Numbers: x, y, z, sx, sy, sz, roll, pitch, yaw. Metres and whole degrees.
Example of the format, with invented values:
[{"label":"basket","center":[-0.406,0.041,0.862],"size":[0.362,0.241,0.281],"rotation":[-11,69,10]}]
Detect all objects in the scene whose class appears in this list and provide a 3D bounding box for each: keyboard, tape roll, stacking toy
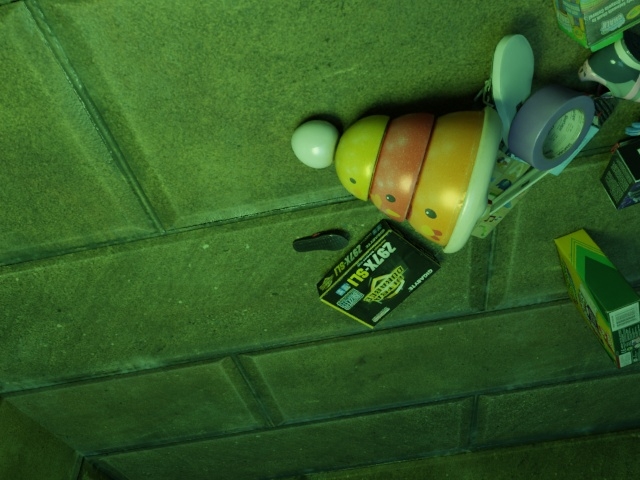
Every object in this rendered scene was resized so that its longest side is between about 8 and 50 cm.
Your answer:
[{"label":"keyboard","center":[0.561,-0.159,1.255],"size":[0.014,0.072,0.256],"rotation":[35,136,-8]},{"label":"tape roll","center":[0.546,-0.266,1.092],"size":[0.189,0.080,0.188],"rotation":[-20,136,-20]},{"label":"stacking toy","center":[0.159,-0.188,1.122],"size":[0.481,0.350,0.350],"rotation":[15,134,10]}]

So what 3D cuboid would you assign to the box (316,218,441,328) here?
[{"label":"box","center":[0.185,0.116,1.481],"size":[0.257,0.079,0.322],"rotation":[34,111,-29]}]

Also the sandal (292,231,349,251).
[{"label":"sandal","center":[0.000,0.000,1.422],"size":[0.179,0.040,0.067],"rotation":[-5,129,19]}]

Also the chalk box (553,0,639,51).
[{"label":"chalk box","center":[0.571,-0.499,0.944],"size":[0.133,0.132,0.213],"rotation":[-25,131,16]}]

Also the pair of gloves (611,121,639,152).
[{"label":"pair of gloves","center":[0.864,-0.279,1.195],"size":[0.160,0.023,0.198],"rotation":[-11,163,12]}]

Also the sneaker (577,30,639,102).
[{"label":"sneaker","center":[0.757,-0.382,1.110],"size":[0.319,0.112,0.131],"rotation":[20,154,-27]}]

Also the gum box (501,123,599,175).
[{"label":"gum box","center":[0.607,-0.269,1.222],"size":[0.185,0.041,0.157],"rotation":[14,130,-19]}]

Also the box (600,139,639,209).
[{"label":"box","center":[0.870,-0.186,1.232],"size":[0.153,0.108,0.207],"rotation":[-21,156,15]}]

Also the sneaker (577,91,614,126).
[{"label":"sneaker","center":[0.679,-0.339,1.159],"size":[0.161,0.075,0.057],"rotation":[4,125,-47]}]

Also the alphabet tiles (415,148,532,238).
[{"label":"alphabet tiles","center":[0.444,-0.123,1.364],"size":[0.285,0.011,0.342],"rotation":[17,129,-19]}]

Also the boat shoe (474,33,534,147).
[{"label":"boat shoe","center":[0.432,-0.349,1.087],"size":[0.113,0.105,0.306],"rotation":[-45,138,-4]}]

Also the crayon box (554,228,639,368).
[{"label":"crayon box","center":[0.908,0.189,1.495],"size":[0.106,0.313,0.363],"rotation":[-26,130,14]}]
